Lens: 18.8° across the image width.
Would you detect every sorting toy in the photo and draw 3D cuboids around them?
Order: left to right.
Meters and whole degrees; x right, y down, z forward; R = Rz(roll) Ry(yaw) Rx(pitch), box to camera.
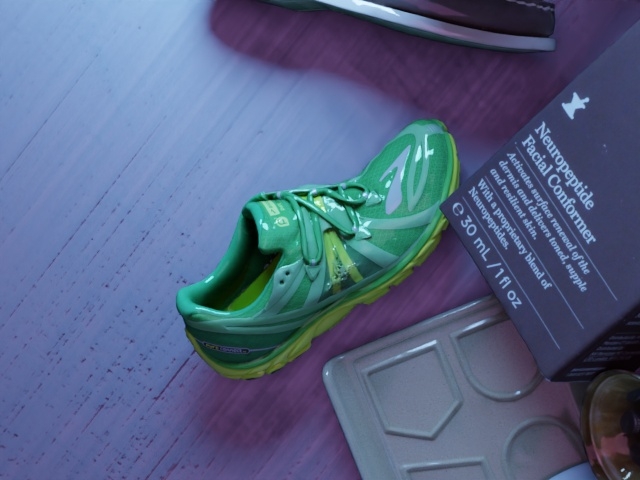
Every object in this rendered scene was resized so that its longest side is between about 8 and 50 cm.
[{"bbox_3d":[0.158,0.209,1.719,0.229,0.041,0.307,-22,91,-2],"label":"sorting toy"}]

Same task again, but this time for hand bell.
[{"bbox_3d":[0.352,0.139,1.646,0.242,0.126,0.126,-15,88,-32],"label":"hand bell"}]

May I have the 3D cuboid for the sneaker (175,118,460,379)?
[{"bbox_3d":[0.000,0.000,1.677,0.295,0.109,0.123,-42,129,2],"label":"sneaker"}]

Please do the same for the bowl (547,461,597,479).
[{"bbox_3d":[0.279,0.334,1.637,0.298,0.134,0.298,0,88,-5],"label":"bowl"}]

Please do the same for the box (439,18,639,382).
[{"bbox_3d":[0.298,-0.066,1.562,0.381,0.143,0.191,-44,63,27],"label":"box"}]

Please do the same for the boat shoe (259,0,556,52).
[{"bbox_3d":[0.054,-0.235,1.692,0.324,0.116,0.097,14,93,9],"label":"boat shoe"}]
